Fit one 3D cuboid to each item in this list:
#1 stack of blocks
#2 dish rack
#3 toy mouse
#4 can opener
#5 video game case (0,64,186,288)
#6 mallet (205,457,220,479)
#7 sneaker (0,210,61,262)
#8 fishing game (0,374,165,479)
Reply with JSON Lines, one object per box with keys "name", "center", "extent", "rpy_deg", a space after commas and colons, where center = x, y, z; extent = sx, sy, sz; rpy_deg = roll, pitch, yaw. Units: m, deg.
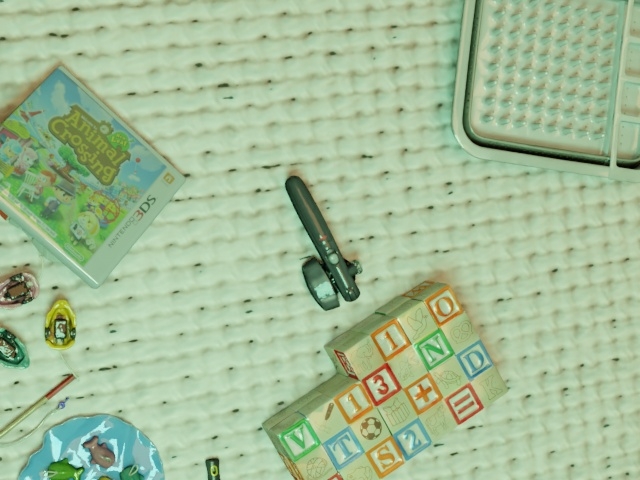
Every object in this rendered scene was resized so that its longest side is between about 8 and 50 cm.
{"name": "stack of blocks", "center": [0.075, 0.202, 1.481], "extent": [0.297, 0.087, 0.171], "rpy_deg": [-32, 100, -14]}
{"name": "dish rack", "center": [0.333, -0.235, 1.559], "extent": [0.333, 0.072, 0.285], "rpy_deg": [7, 90, -17]}
{"name": "toy mouse", "center": [-0.372, 0.097, 1.374], "extent": [0.143, 0.031, 0.160], "rpy_deg": [-3, 92, -17]}
{"name": "can opener", "center": [0.000, 0.000, 1.470], "extent": [0.073, 0.059, 0.186], "rpy_deg": [-24, 98, -14]}
{"name": "video game case", "center": [-0.294, -0.079, 1.362], "extent": [0.212, 0.023, 0.193], "rpy_deg": [43, 57, -13]}
{"name": "mallet", "center": [-0.122, 0.378, 1.455], "extent": [0.062, 0.039, 0.189], "rpy_deg": [2, 86, -17]}
{"name": "sneaker", "center": [-0.348, -0.045, 1.376], "extent": [0.158, 0.061, 0.065], "rpy_deg": [52, 46, -5]}
{"name": "fishing game", "center": [-0.286, 0.310, 1.401], "extent": [0.189, 0.041, 0.264], "rpy_deg": [-38, 101, -15]}
